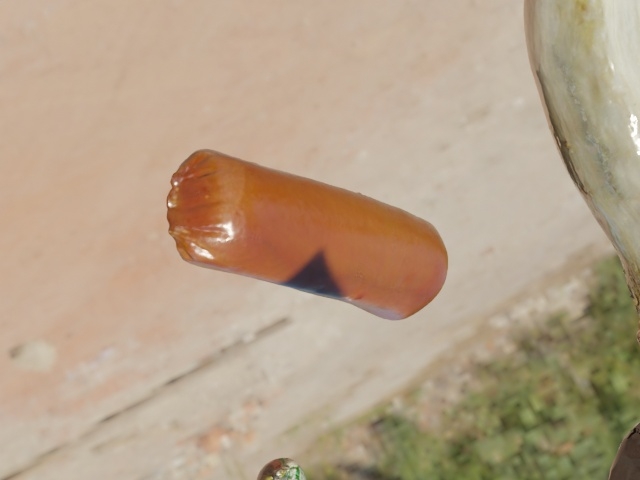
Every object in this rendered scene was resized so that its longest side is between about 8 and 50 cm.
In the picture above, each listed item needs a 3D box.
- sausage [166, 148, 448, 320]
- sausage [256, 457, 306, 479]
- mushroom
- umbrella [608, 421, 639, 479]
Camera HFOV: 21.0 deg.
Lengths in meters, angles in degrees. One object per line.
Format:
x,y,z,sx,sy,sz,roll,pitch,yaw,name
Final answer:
0.000,-0.001,1.430,0.094,0.097,0.348,0,170,35,sausage
-0.022,0.190,1.117,0.032,0.033,0.269,-25,157,-11,sausage
0.217,-0.084,1.174,0.122,0.351,0.095,-16,-166,9,mushroom
0.215,0.097,0.437,0.128,0.336,0.154,-55,144,-27,umbrella
